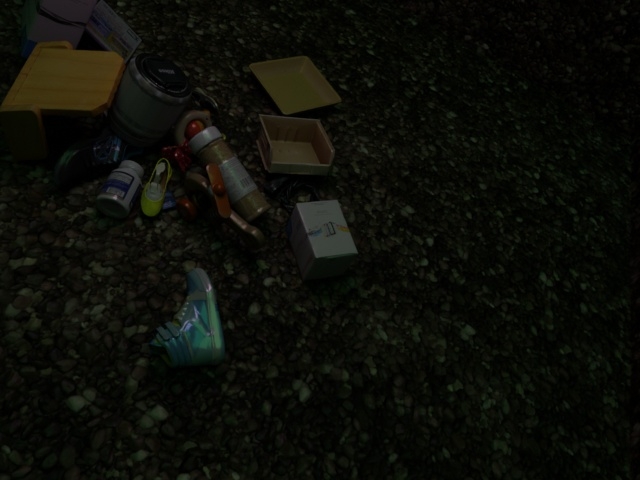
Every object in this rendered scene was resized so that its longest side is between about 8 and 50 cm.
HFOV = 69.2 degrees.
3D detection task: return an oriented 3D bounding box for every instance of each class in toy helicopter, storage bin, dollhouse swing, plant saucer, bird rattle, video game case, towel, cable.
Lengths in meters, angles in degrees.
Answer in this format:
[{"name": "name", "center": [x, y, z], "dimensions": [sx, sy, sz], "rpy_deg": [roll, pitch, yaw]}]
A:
[{"name": "toy helicopter", "center": [-0.325, -0.105, 1.582], "dimensions": [0.355, 0.235, 0.140], "rpy_deg": [39, 53, 7]}, {"name": "storage bin", "center": [-0.108, -0.383, 1.882], "dimensions": [0.261, 0.123, 0.261], "rpy_deg": [0, 42, -21]}, {"name": "dollhouse swing", "center": [-0.840, -0.458, 1.575], "dimensions": [0.304, 0.315, 0.347], "rpy_deg": [10, 55, -14]}, {"name": "plant saucer", "center": [-0.121, -0.700, 2.152], "dimensions": [0.332, 0.081, 0.333], "rpy_deg": [-22, 67, -31]}, {"name": "bird rattle", "center": [-0.485, -0.384, 1.741], "dimensions": [0.253, 0.207, 0.143], "rpy_deg": [-22, 39, -36]}, {"name": "video game case", "center": [-0.874, -0.870, 1.946], "dimensions": [0.212, 0.023, 0.194], "rpy_deg": [45, 42, -37]}, {"name": "towel", "center": [-0.563, -0.159, 1.658], "dimensions": [0.067, 0.029, 0.120], "rpy_deg": [-20, 67, -31]}, {"name": "cable", "center": [-0.072, -0.174, 1.840], "dimensions": [0.150, 0.047, 0.184], "rpy_deg": [43, 53, 10]}]

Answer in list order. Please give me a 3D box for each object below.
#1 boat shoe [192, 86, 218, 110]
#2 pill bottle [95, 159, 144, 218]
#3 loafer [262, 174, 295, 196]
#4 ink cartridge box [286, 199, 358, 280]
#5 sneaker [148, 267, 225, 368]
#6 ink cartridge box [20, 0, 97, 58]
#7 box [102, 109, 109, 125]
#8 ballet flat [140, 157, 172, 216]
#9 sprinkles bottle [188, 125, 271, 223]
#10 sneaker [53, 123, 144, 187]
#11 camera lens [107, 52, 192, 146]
[{"name": "boat shoe", "center": [-0.492, -0.588, 1.960], "dimensions": [0.152, 0.056, 0.049], "rpy_deg": [40, 58, 20]}, {"name": "pill bottle", "center": [-0.674, -0.178, 1.578], "dimensions": [0.111, 0.112, 0.187], "rpy_deg": [17, 53, -9]}, {"name": "loafer", "center": [-0.156, -0.241, 1.847], "dimensions": [0.061, 0.062, 0.170], "rpy_deg": [39, 52, 13]}, {"name": "ink cartridge box", "center": [0.000, 0.000, 1.673], "dimensions": [0.168, 0.171, 0.233], "rpy_deg": [-7, 61, -24]}, {"name": "sneaker", "center": [-0.417, 0.232, 1.393], "dimensions": [0.208, 0.127, 0.319], "rpy_deg": [-6, 60, -25]}, {"name": "ink cartridge box", "center": [-0.984, -0.898, 1.749], "dimensions": [0.166, 0.395, 0.286], "rpy_deg": [11, 51, -43]}, {"name": "box", "center": [-0.714, -0.490, 1.805], "dimensions": [0.232, 0.058, 0.087], "rpy_deg": [-33, 74, -35]}, {"name": "ballet flat", "center": [-0.569, -0.193, 1.610], "dimensions": [0.077, 0.077, 0.231], "rpy_deg": [14, 56, -12]}, {"name": "sprinkles bottle", "center": [-0.324, -0.230, 1.668], "dimensions": [0.121, 0.121, 0.356], "rpy_deg": [-39, 97, -35]}, {"name": "sneaker", "center": [-0.764, -0.287, 1.611], "dimensions": [0.139, 0.125, 0.341], "rpy_deg": [36, 55, 0]}, {"name": "camera lens", "center": [-0.599, -0.492, 1.629], "dimensions": [0.219, 0.274, 0.220], "rpy_deg": [29, 38, -26]}]
